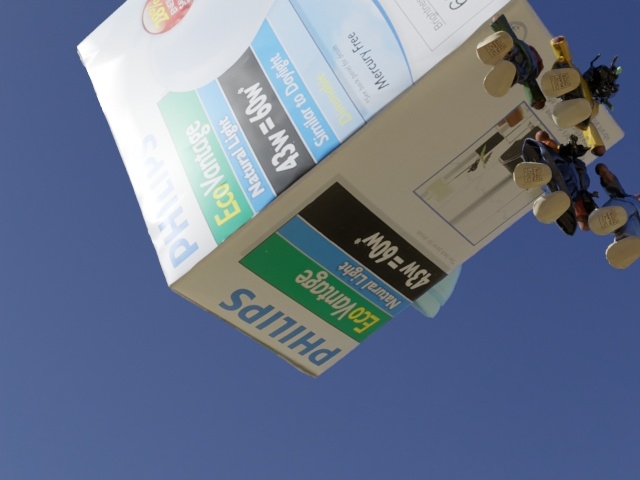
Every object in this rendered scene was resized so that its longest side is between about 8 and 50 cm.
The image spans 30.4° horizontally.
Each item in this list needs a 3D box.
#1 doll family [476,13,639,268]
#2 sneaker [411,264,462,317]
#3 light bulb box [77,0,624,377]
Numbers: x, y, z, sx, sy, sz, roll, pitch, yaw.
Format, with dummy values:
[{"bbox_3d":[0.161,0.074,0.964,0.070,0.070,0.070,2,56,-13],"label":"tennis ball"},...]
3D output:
[{"bbox_3d":[0.163,-0.058,0.743,0.076,0.111,0.193,-15,-89,20],"label":"doll family"},{"bbox_3d":[0.000,0.000,1.478,0.366,0.150,0.135,16,-11,6],"label":"sneaker"},{"bbox_3d":[0.010,-0.138,1.081,0.361,0.358,0.225,-39,-42,12],"label":"light bulb box"}]
